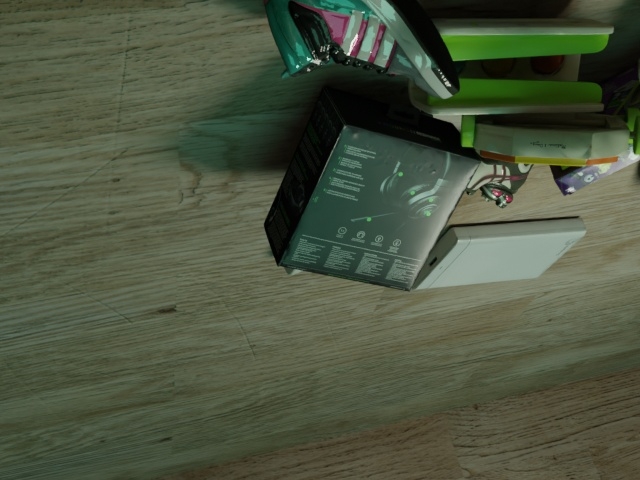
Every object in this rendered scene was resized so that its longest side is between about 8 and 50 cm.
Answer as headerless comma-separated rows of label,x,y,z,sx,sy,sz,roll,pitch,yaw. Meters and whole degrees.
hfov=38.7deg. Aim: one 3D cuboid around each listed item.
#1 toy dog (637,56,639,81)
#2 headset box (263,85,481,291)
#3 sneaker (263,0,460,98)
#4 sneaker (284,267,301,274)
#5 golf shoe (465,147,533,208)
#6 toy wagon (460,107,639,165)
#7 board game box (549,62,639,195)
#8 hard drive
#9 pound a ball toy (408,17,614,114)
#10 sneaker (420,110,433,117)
toy dog,0.603,-0.270,1.273,0.161,0.334,0.220,-32,137,-55
headset box,0.079,-0.083,1.443,0.246,0.131,0.283,11,121,-24
sneaker,0.034,-0.254,1.175,0.178,0.123,0.295,-30,126,29
sneaker,0.000,0.000,1.774,0.094,0.080,0.212,-11,165,-28
golf shoe,0.292,-0.146,1.654,0.120,0.105,0.273,-48,149,22
toy wagon,0.360,-0.176,1.423,0.267,0.068,0.344,4,-166,11
board game box,0.534,-0.221,1.514,0.347,0.208,0.056,-27,127,20
hard drive,0.407,0.033,2.104,0.353,0.047,0.233,-5,151,-25
pound a ball toy,0.295,-0.297,1.321,0.319,0.136,0.208,-4,111,-13
sneaker,0.095,-0.138,1.538,0.237,0.086,0.085,-31,149,23
